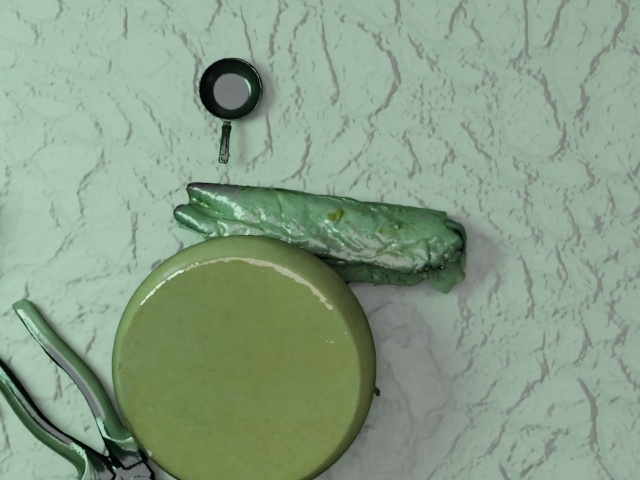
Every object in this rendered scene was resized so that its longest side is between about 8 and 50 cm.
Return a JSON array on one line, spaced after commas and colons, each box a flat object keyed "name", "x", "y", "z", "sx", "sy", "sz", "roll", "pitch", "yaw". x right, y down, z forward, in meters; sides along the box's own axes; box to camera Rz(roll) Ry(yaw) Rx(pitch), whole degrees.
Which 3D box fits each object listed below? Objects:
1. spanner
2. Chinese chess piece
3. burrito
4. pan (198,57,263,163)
[{"name": "spanner", "x": -0.239, "y": 0.206, "z": 1.852, "sx": 0.095, "sy": 0.040, "sz": 0.325, "roll": -41, "pitch": 83, "yaw": -3}, {"name": "Chinese chess piece", "x": -0.077, "y": 0.128, "z": 1.794, "sx": 0.273, "sy": 0.102, "sz": 0.273, "roll": 1, "pitch": 99, "yaw": 5}, {"name": "burrito", "x": 0.000, "y": -0.003, "z": 1.851, "sx": 0.309, "sy": 0.066, "sz": 0.096, "roll": 8, "pitch": 79, "yaw": 3}, {"name": "pan", "x": -0.097, "y": -0.136, "z": 1.889, "sx": 0.068, "sy": 0.023, "sz": 0.115, "roll": 6, "pitch": 82, "yaw": 2}]
